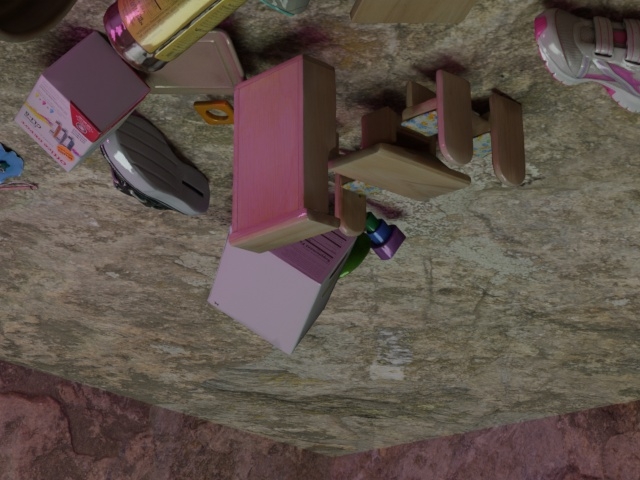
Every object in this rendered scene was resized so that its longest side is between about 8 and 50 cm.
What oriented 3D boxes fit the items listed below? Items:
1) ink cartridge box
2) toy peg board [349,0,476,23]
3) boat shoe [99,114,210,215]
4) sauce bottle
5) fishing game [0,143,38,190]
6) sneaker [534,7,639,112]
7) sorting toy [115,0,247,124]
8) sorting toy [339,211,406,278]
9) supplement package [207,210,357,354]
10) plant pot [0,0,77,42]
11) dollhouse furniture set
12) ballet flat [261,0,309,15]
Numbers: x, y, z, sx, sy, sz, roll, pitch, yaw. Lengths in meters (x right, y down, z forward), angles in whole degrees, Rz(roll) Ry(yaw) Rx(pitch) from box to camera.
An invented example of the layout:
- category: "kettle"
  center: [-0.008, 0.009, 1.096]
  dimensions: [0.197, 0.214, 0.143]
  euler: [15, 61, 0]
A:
- category: "ink cartridge box"
  center: [-0.377, -0.215, 1.872]
  dimensions: [0.128, 0.127, 0.176]
  euler: [45, 148, -7]
- category: "toy peg board"
  center: [0.130, -0.357, 1.541]
  dimensions: [0.160, 0.079, 0.161]
  euler: [-3, 160, -16]
- category: "boat shoe"
  center: [-0.320, -0.116, 2.139]
  dimensions: [0.119, 0.121, 0.335]
  euler: [-7, 155, 20]
- category: "sauce bottle"
  center: [-0.120, -0.343, 1.481]
  dimensions: [0.344, 0.111, 0.111]
  euler: [-32, 140, 26]
- category: "fishing game"
  center: [-0.666, -0.148, 2.274]
  dimensions: [0.189, 0.041, 0.264]
  euler: [0, 156, 9]
- category: "sneaker"
  center: [0.402, -0.266, 1.635]
  dimensions: [0.252, 0.103, 0.111]
  euler: [14, 152, -32]
- category: "sorting toy"
  center: [-0.208, -0.283, 1.825]
  dimensions: [0.196, 0.047, 0.348]
  euler: [6, 157, 12]
- category: "sorting toy"
  center: [0.000, 0.000, 2.372]
  dimensions: [0.365, 0.127, 0.126]
  euler: [-15, 126, 45]
- category: "supplement package"
  center: [-0.077, 0.057, 2.281]
  dimensions: [0.204, 0.145, 0.262]
  euler: [33, 143, 8]
- category: "plant pot"
  center: [-0.415, -0.414, 1.314]
  dimensions: [0.280, 0.323, 0.323]
  euler: [21, 159, 12]
- category: "dollhouse furniture set"
  center: [0.065, -0.093, 1.849]
  dimensions: [0.394, 0.257, 0.362]
  euler: [16, 157, -42]
- category: "ballet flat"
  center: [-0.107, -0.367, 1.594]
  dimensions: [0.213, 0.072, 0.068]
  euler: [16, 128, -22]
